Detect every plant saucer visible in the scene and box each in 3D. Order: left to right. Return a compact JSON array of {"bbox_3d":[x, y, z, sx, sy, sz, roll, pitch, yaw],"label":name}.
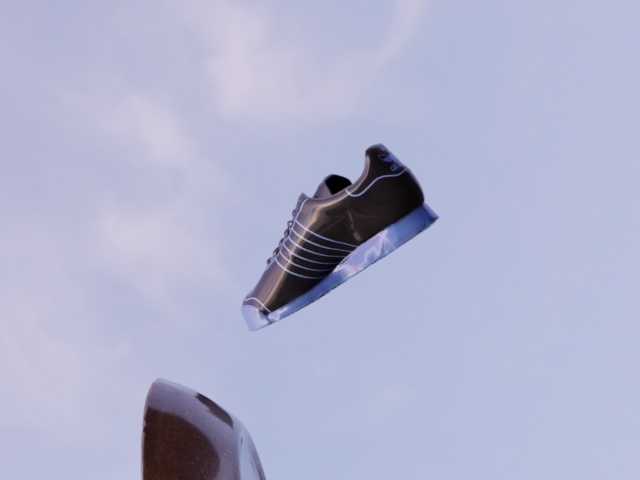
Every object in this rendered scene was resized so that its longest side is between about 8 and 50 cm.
[{"bbox_3d":[-0.037,0.156,0.441,0.036,0.198,0.198,-12,-52,-1],"label":"plant saucer"}]

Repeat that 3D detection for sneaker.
[{"bbox_3d":[0.000,0.000,0.900,0.232,0.090,0.081,-34,-4,30],"label":"sneaker"}]
